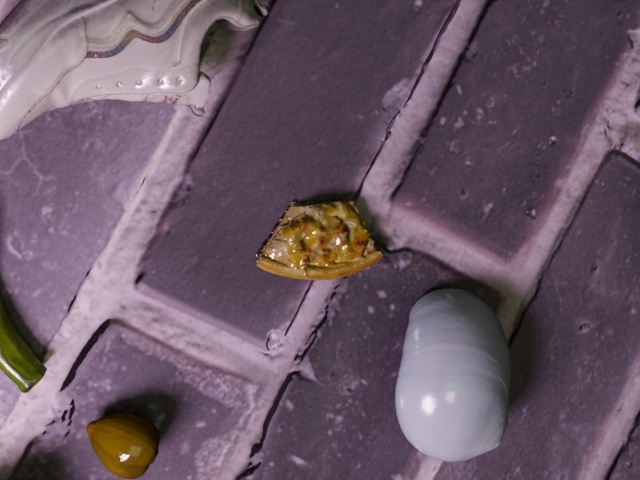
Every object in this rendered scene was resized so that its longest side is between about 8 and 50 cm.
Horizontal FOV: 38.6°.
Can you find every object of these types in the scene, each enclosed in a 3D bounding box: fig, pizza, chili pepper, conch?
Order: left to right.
[{"bbox_3d":[-0.366,0.077,1.011,0.052,0.050,0.201,-30,108,-29],"label":"chili pepper"},{"bbox_3d":[-0.230,0.234,1.062,0.088,0.074,0.074,26,89,2],"label":"fig"},{"bbox_3d":[0.000,0.000,1.122,0.160,0.036,0.099,-2,98,-17],"label":"pizza"},{"bbox_3d":[0.181,0.174,1.173,0.185,0.121,0.221,-4,94,-47],"label":"conch"}]

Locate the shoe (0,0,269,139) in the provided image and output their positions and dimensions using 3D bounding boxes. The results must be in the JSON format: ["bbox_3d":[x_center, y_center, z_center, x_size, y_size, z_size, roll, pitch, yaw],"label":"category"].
[{"bbox_3d":[-0.210,-0.201,0.980,0.210,0.132,0.342,45,79,-15],"label":"shoe"}]
